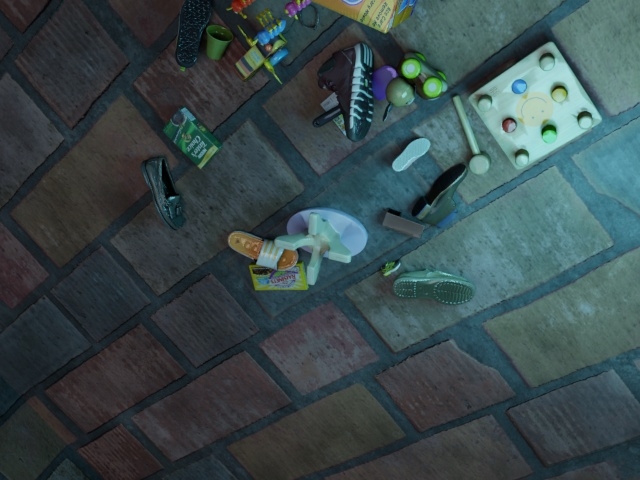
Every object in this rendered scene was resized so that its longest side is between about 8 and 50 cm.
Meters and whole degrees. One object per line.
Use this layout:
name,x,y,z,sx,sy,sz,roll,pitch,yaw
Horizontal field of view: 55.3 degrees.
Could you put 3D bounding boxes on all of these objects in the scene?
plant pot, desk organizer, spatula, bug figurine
plant pot,-0.312,-0.592,1.847,0.083,0.083,0.079,31,134,3
desk organizer,0.264,-0.054,1.928,0.130,0.047,0.050,21,118,9
spatula,0.100,-0.413,1.801,0.296,0.030,0.084,-27,104,19
bug figurine,-0.134,-0.647,1.677,0.216,0.279,0.072,-35,143,2

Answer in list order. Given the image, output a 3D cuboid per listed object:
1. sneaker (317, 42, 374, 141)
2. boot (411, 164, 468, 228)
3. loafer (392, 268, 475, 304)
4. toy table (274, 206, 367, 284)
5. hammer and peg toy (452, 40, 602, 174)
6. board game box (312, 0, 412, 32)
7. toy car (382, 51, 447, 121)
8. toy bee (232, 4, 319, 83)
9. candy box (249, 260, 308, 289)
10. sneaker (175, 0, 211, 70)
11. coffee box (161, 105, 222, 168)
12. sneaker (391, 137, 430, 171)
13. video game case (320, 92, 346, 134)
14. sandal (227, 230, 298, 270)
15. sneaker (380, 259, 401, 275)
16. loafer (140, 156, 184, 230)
sneaker,0.063,-0.416,1.754,0.162,0.106,0.282,1,81,32
boot,0.385,-0.129,1.846,0.106,0.082,0.219,31,120,-24
loafer,0.364,0.139,1.968,0.268,0.092,0.102,8,121,-2
toy table,0.000,0.000,1.984,0.274,0.161,0.253,1,116,20
hammer and peg toy,0.522,-0.331,1.646,0.361,0.127,0.266,-31,102,30
board game box,0.097,-0.754,1.450,0.356,0.356,0.357,26,121,6
toy car,0.240,-0.404,1.685,0.149,0.155,0.188,40,117,-3
toy bee,-0.162,-0.562,1.755,0.195,0.162,0.298,35,122,2
candy box,-0.149,0.127,2.178,0.205,0.027,0.105,-3,116,21
sneaker,-0.394,-0.633,1.846,0.084,0.097,0.235,17,98,-18
coffee box,-0.425,-0.340,2.030,0.184,0.040,0.113,46,121,-7
sneaker,0.266,-0.255,1.830,0.134,0.070,0.051,-40,89,2
video game case,0.069,-0.390,1.846,0.087,0.011,0.122,-35,100,30
sandal,-0.209,0.040,2.112,0.265,0.076,0.102,17,99,11
sneaker,0.231,0.086,2.019,0.035,0.031,0.083,46,121,-7
loafer,-0.535,-0.162,2.133,0.084,0.096,0.268,-16,107,20
